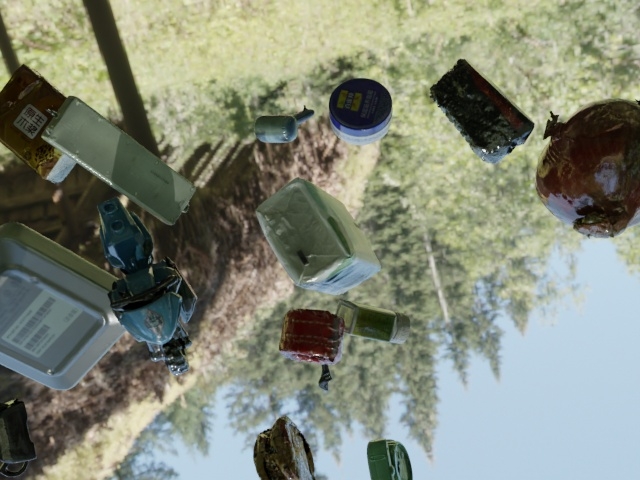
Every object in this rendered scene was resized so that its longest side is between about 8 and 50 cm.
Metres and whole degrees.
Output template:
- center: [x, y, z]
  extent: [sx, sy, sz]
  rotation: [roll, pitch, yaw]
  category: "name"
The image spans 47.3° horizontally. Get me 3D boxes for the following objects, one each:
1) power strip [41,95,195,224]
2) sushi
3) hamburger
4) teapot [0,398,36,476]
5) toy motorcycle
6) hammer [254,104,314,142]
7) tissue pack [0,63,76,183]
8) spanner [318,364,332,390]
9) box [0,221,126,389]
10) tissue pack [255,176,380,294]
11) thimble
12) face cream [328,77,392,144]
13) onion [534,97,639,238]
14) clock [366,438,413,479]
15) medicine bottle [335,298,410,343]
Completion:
- center: [-0.411, -0.162, 1.508]
  extent: [0.043, 0.367, 0.106]
  rotation: [19, -106, 48]
  category: "power strip"
- center: [0.341, -0.274, 1.563]
  extent: [0.126, 0.225, 0.136]
  rotation: [-46, 171, 21]
  category: "sushi"
- center: [-0.088, 0.576, 1.918]
  extent: [0.107, 0.231, 0.231]
  rotation: [-27, -165, 9]
  category: "hamburger"
- center: [-0.647, 0.398, 1.490]
  extent: [0.096, 0.177, 0.087]
  rotation: [-14, -177, -34]
  category: "teapot"
- center: [-0.373, 0.084, 1.547]
  extent: [0.172, 0.416, 0.232]
  rotation: [-22, 157, -9]
  category: "toy motorcycle"
- center: [-0.077, -0.305, 1.871]
  extent: [0.116, 0.069, 0.194]
  rotation: [5, -153, 34]
  category: "hammer"
- center: [-0.641, -0.267, 1.676]
  extent: [0.183, 0.226, 0.092]
  rotation: [-52, 173, 1]
  category: "tissue pack"
- center: [0.009, 0.370, 2.277]
  extent: [0.046, 0.208, 0.012]
  rotation: [-3, -169, 9]
  category: "spanner"
- center: [-0.667, 0.170, 1.719]
  extent: [0.367, 0.373, 0.090]
  rotation: [-45, -153, 24]
  category: "box"
- center: [0.001, -0.001, 2.011]
  extent: [0.194, 0.266, 0.356]
  rotation: [-34, 164, 11]
  category: "tissue pack"
- center: [-0.023, 0.252, 1.905]
  extent: [0.163, 0.125, 0.189]
  rotation: [13, 164, -12]
  category: "thimble"
- center: [0.130, -0.412, 2.361]
  extent: [0.206, 0.206, 0.111]
  rotation: [-14, 154, -4]
  category: "face cream"
- center: [0.693, -0.183, 1.788]
  extent: [0.354, 0.353, 0.353]
  rotation: [-11, -163, 3]
  category: "onion"
- center: [0.187, 0.587, 1.880]
  extent: [0.066, 0.159, 0.211]
  rotation: [-17, 164, 21]
  category: "clock"
- center: [0.148, 0.227, 2.025]
  extent: [0.189, 0.088, 0.132]
  rotation: [14, 179, -21]
  category: "medicine bottle"
